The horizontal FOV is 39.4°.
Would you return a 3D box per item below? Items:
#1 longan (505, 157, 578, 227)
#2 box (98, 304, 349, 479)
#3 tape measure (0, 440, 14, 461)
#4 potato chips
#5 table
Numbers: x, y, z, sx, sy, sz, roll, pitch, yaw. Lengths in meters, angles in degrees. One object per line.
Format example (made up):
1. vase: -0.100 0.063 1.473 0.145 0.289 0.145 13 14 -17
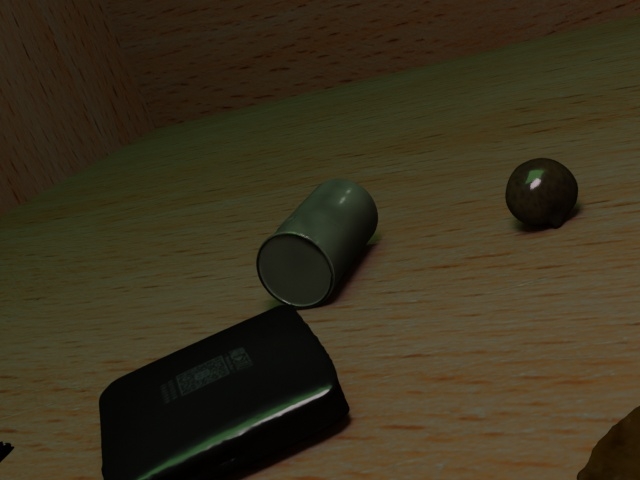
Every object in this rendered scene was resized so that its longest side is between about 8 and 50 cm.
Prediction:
1. longan: 0.325 -0.068 1.311 0.113 0.092 0.113 2 58 -3
2. box: -0.126 0.191 1.074 0.288 0.073 0.290 -24 19 -9
3. tape measure: -0.428 0.282 0.899 0.351 0.098 0.215 -42 3 1
4. potato chips: 0.303 0.161 0.735 0.150 0.049 0.201 -23 14 49
5. table: 0.000 0.000 1.397 0.126 0.126 0.220 -10 21 28
